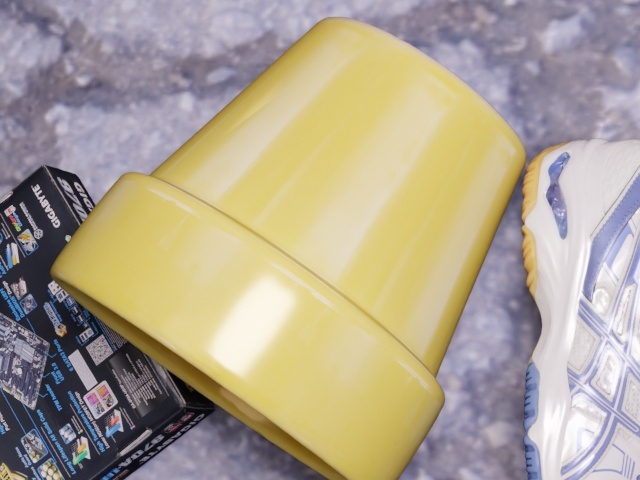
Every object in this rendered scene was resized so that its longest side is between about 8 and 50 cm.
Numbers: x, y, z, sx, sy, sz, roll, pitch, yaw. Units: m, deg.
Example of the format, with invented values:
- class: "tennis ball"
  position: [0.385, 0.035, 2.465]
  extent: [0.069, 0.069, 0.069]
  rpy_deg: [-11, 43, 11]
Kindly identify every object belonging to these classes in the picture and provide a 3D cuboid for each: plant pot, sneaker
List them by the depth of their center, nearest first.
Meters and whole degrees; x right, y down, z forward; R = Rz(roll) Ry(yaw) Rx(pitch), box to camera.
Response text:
- class: "sneaker"
  position: [0.198, 0.079, 1.018]
  extent: [0.131, 0.112, 0.296]
  rpy_deg: [-5, 82, 22]
- class: "plant pot"
  position: [0.000, 0.000, 1.051]
  extent: [0.254, 0.254, 0.239]
  rpy_deg: [32, 81, 23]

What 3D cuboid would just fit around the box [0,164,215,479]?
- class: "box"
  position: [-0.204, 0.082, 1.217]
  extent: [0.175, 0.051, 0.220]
  rpy_deg: [-38, 71, 14]
